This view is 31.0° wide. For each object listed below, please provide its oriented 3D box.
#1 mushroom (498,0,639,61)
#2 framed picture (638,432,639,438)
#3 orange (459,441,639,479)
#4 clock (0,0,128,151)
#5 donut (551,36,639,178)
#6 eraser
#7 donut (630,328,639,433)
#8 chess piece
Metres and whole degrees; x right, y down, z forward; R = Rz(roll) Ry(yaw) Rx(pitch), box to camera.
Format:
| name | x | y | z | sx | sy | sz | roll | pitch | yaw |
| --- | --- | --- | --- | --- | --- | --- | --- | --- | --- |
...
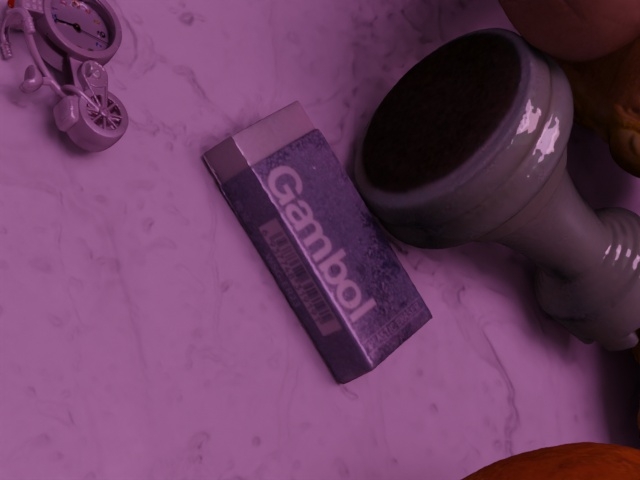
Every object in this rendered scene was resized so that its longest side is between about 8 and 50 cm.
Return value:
| name | x | y | z | sx | sy | sz | roll | pitch | yaw |
| --- | --- | --- | --- | --- | --- | --- | --- | --- | --- |
| mushroom | 0.237 | -0.269 | 1.011 | 0.137 | 0.154 | 0.407 | 39 | 36 | -3 |
| framed picture | 0.409 | 0.206 | 1.190 | 0.203 | 0.015 | 0.150 | 43 | 49 | -17 |
| orange | 0.179 | 0.283 | 0.770 | 0.312 | 0.312 | 0.312 | 17 | 61 | -34 |
| clock | -0.179 | -0.125 | 0.822 | 0.087 | 0.041 | 0.129 | 4 | 64 | -43 |
| donut | 0.337 | -0.145 | 1.145 | 0.208 | 0.128 | 0.261 | 15 | 27 | -32 |
| eraser | 0.000 | 0.000 | 0.913 | 0.092 | 0.046 | 0.212 | -36 | 96 | -43 |
| donut | 0.446 | 0.138 | 1.129 | 0.360 | 0.170 | 0.360 | 17 | 57 | -28 |
| chess piece | 0.190 | -0.023 | 1.005 | 0.299 | 0.194 | 0.195 | 39 | 51 | -33 |
